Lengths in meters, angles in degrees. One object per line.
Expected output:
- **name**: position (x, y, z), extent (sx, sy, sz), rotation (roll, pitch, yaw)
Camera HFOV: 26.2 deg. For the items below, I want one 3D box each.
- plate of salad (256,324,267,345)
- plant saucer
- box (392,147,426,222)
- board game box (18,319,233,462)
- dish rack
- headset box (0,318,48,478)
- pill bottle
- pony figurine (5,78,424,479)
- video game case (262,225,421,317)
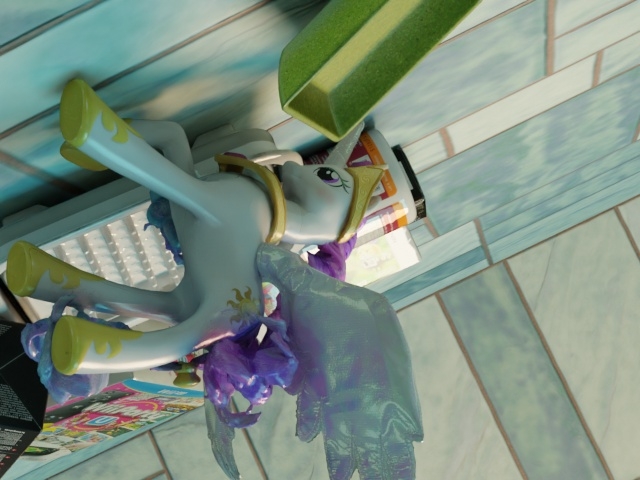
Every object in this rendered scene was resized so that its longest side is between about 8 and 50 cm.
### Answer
- **plate of salad**: position (-0.117, 0.072, 1.747), extent (0.048, 0.200, 0.200), rotation (-53, 175, -12)
- **plant saucer**: position (0.045, -0.174, 1.131), extent (0.188, 0.045, 0.188), rotation (-44, 167, 7)
- **box**: position (0.045, -0.040, 1.819), extent (0.180, 0.077, 0.147), rotation (-25, 170, 2)
- **board game box**: position (-0.296, 0.179, 1.668), extent (0.303, 0.097, 0.224), rotation (-22, 160, 22)
- **dish rack**: position (-0.178, -0.003, 1.401), extent (0.333, 0.072, 0.285), rotation (-24, 160, -8)
- **headset box**: position (-0.412, 0.162, 1.420), extent (0.218, 0.110, 0.293), rotation (13, 155, -17)
- **pill bottle**: position (-0.010, -0.033, 1.601), extent (0.221, 0.121, 0.121), rotation (-24, 170, -2)
- **pony figurine**: position (-0.077, 0.048, 1.175), extent (0.363, 0.351, 0.303), rotation (7, 171, -41)
- **video game case**: position (0.000, 0.000, 1.722), extent (0.212, 0.023, 0.193), rotation (-26, 127, 2)
